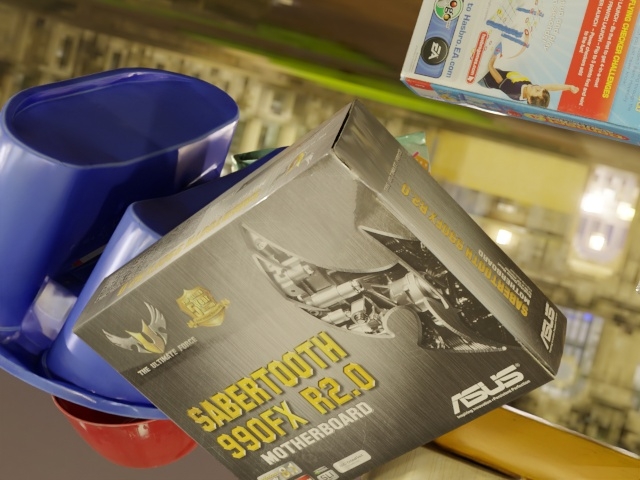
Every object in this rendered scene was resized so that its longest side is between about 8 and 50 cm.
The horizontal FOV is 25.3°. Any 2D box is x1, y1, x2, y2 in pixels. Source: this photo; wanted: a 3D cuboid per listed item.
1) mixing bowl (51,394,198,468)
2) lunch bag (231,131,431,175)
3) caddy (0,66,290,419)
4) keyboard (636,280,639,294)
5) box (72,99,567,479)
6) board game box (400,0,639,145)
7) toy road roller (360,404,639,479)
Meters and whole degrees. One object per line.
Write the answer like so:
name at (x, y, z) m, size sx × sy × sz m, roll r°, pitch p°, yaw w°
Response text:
mixing bowl at (-0.178, 0.170, 1.474) m, size 0.181 × 0.098 × 0.181 m, roll -7°, pitch -149°, yaw 4°
lunch bag at (0.000, 0.000, 1.584) m, size 0.160 × 0.223 × 0.262 m, roll -18°, pitch -168°, yaw -43°
caddy at (-0.126, 0.008, 1.055) m, size 0.241 × 0.179 × 0.341 m, roll 34°, pitch -155°, yaw 15°
keyboard at (0.568, 0.083, 2.005) m, size 0.256 × 0.072 × 0.014 m, roll 21°, pitch 177°, yaw -11°
box at (-0.003, 0.049, 0.828) m, size 0.183 × 0.231 × 0.056 m, roll 45°, pitch -143°, yaw -18°
board game box at (0.283, -0.288, 1.646) m, size 0.302 × 0.308 × 0.086 m, roll 16°, pitch 176°, yaw 20°
toy road roller at (0.177, 0.237, 0.945) m, size 0.329 × 0.202 × 0.240 m, roll 21°, pitch 178°, yaw 8°
